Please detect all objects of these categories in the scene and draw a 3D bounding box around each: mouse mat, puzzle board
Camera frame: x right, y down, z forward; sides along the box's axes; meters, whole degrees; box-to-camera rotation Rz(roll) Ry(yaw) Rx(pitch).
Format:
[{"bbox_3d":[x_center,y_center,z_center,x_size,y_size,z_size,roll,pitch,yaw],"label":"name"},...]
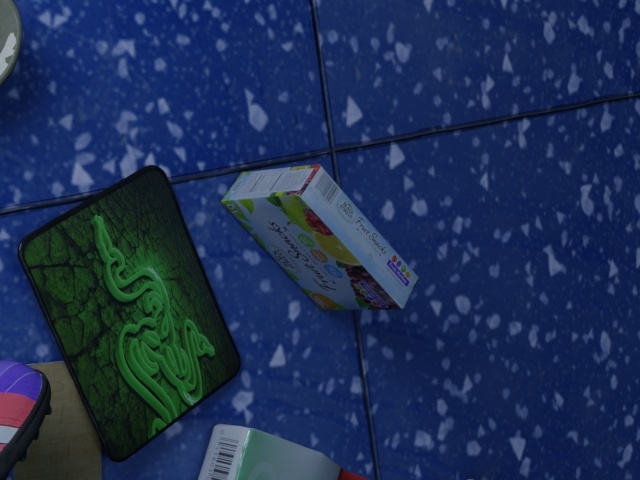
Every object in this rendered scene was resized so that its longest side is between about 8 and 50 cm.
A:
[{"bbox_3d":[-0.140,0.054,1.111,0.152,0.007,0.190,-36,113,-41],"label":"mouse mat"},{"bbox_3d":[-0.216,0.138,1.052,0.128,0.011,0.096,-2,92,-40],"label":"puzzle board"}]

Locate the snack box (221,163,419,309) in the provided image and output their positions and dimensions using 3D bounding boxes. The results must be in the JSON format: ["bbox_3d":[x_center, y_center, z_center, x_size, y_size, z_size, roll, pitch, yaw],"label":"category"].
[{"bbox_3d":[0.000,0.000,1.176,0.141,0.100,0.037,48,60,-29],"label":"snack box"}]

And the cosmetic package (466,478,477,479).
[{"bbox_3d":[0.212,0.327,1.321,0.183,0.151,0.151,37,66,-34],"label":"cosmetic package"}]

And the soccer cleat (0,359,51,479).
[{"bbox_3d":[-0.309,0.156,0.908,0.318,0.108,0.116,-38,112,-28],"label":"soccer cleat"}]

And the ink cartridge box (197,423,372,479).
[{"bbox_3d":[-0.017,0.266,1.194,0.224,0.056,0.181,25,74,-36],"label":"ink cartridge box"}]

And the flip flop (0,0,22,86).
[{"bbox_3d":[-0.313,-0.131,0.925,0.277,0.080,0.112,2,88,-40],"label":"flip flop"}]
